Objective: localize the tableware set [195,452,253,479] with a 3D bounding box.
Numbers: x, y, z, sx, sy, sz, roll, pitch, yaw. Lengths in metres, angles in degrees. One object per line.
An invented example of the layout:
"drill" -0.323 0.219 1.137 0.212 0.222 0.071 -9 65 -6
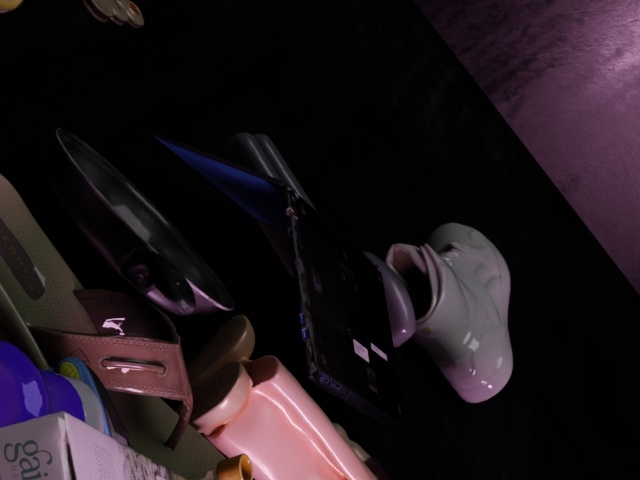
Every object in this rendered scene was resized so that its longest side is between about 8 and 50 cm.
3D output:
"tableware set" -0.047 0.223 1.001 0.104 0.024 0.154 -12 89 -71

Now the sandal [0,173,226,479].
"sandal" -0.149 0.071 0.997 0.303 0.086 0.120 55 19 -13

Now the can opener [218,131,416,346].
"can opener" 0.000 0.000 1.502 0.280 0.093 0.074 53 19 15

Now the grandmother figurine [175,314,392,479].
"grandmother figurine" 0.031 0.218 1.169 0.342 0.104 0.208 44 29 -20

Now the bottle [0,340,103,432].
"bottle" -0.226 0.090 0.778 0.283 0.092 0.118 20 40 -59

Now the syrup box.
"syrup box" -0.129 0.160 0.742 0.237 0.096 0.093 59 17 -71

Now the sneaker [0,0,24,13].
"sneaker" -0.311 -0.270 1.209 0.208 0.094 0.081 42 20 -35

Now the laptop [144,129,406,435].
"laptop" -0.038 0.040 1.323 0.234 0.136 0.264 39 39 -61

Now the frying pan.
"frying pan" -0.118 0.023 1.109 0.197 0.053 0.326 44 4 -40

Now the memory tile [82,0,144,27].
"memory tile" -0.242 -0.285 1.529 0.148 0.012 0.113 57 19 10

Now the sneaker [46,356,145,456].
"sneaker" -0.129 0.164 0.934 0.188 0.067 0.078 62 17 4

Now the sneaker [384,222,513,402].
"sneaker" 0.142 0.037 1.736 0.169 0.108 0.292 47 21 -30
